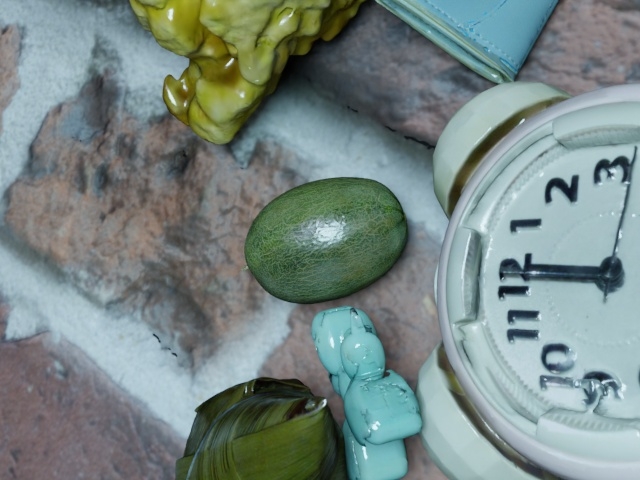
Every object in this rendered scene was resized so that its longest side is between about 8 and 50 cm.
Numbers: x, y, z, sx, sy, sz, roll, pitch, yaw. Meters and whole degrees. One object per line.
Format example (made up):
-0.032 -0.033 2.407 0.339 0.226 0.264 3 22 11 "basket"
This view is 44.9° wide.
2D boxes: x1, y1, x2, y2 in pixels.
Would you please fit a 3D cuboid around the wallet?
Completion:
0.173 -0.298 0.732 0.176 0.075 0.250 31 88 -12 "wallet"

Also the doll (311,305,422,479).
0.035 0.125 0.666 0.059 0.159 0.159 -11 60 -8 "doll"

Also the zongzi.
-0.037 0.245 0.598 0.138 0.300 0.286 3 76 -16 "zongzi"

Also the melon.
0.000 0.000 0.734 0.167 0.114 0.114 -20 71 15 "melon"

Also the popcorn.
-0.074 -0.256 0.754 0.225 0.265 0.332 27 106 20 "popcorn"

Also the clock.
0.228 0.035 0.583 0.325 0.184 0.342 -2 73 37 "clock"
